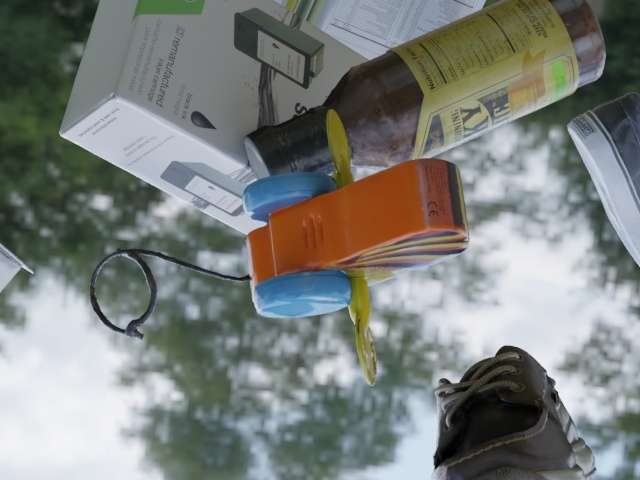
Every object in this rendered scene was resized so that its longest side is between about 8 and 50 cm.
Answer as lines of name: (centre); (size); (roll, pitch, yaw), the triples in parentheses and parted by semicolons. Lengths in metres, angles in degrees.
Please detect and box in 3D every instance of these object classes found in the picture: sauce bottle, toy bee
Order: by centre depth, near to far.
toy bee: (0.000, 0.000, 1.326); (0.298, 0.195, 0.162); (9, 179, 36)
sauce bottle: (0.096, -0.133, 1.661); (0.344, 0.111, 0.111); (-25, -166, -10)

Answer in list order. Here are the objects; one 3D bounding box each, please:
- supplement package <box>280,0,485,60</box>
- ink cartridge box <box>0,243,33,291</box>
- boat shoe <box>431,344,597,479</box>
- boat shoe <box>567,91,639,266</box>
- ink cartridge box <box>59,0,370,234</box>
supplement package: (0.066, -0.288, 2.359); (0.198, 0.262, 0.199); (19, -166, -21)
ink cartridge box: (-0.326, 0.003, 1.518); (0.104, 0.061, 0.181); (43, 169, -28)
boat shoe: (0.137, 0.161, 1.442); (0.132, 0.130, 0.355); (-24, 172, 8)
boat shoe: (0.385, -0.055, 2.082); (0.102, 0.301, 0.108); (-31, -142, 3)
ink cartridge box: (-0.092, -0.138, 1.738); (0.273, 0.198, 0.115); (28, 147, -27)
